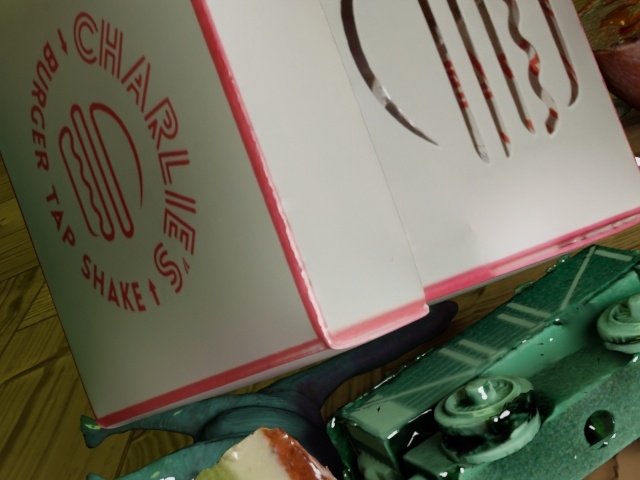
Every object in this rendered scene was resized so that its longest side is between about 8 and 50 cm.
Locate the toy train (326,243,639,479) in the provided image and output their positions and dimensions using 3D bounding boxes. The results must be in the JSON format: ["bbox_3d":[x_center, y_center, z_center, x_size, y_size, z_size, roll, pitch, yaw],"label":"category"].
[{"bbox_3d":[0.141,0.098,0.858,0.269,0.115,0.154,-32,19,-18],"label":"toy train"}]

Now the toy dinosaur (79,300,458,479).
[{"bbox_3d":[0.005,0.146,0.970,0.331,0.129,0.383,-20,18,-10],"label":"toy dinosaur"}]

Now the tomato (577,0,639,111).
[{"bbox_3d":[0.406,-0.214,1.314,0.338,0.143,0.338,-27,15,8],"label":"tomato"}]

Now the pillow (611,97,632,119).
[{"bbox_3d":[0.231,-0.123,1.467,0.131,0.038,0.233,-30,19,-20],"label":"pillow"}]

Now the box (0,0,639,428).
[{"bbox_3d":[-0.018,-0.081,0.938,0.300,0.314,0.312,-18,-4,-37],"label":"box"}]

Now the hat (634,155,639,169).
[{"bbox_3d":[0.268,-0.046,1.221,0.087,0.042,0.058,10,33,2],"label":"hat"}]

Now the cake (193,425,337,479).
[{"bbox_3d":[0.025,0.196,0.608,0.086,0.220,0.117,-39,27,1],"label":"cake"}]
